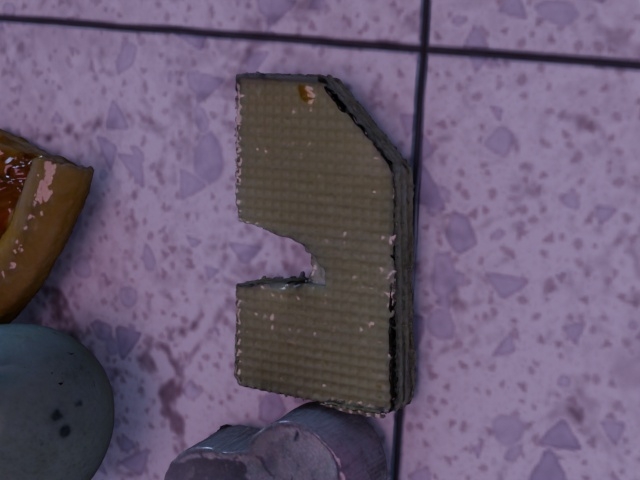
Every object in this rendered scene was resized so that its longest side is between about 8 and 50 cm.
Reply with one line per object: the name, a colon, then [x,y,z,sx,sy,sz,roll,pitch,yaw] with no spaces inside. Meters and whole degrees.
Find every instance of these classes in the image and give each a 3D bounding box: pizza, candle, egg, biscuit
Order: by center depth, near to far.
biscuit: [0.000,0.000,1.016,0.147,0.046,0.250,4,100,32]
candle: [-0.028,0.216,1.054,0.192,0.068,0.168,-24,86,36]
egg: [-0.272,0.158,1.136,0.236,0.169,0.169,-27,83,31]
pizza: [-0.332,0.006,1.205,0.365,0.074,0.182,-25,81,33]
